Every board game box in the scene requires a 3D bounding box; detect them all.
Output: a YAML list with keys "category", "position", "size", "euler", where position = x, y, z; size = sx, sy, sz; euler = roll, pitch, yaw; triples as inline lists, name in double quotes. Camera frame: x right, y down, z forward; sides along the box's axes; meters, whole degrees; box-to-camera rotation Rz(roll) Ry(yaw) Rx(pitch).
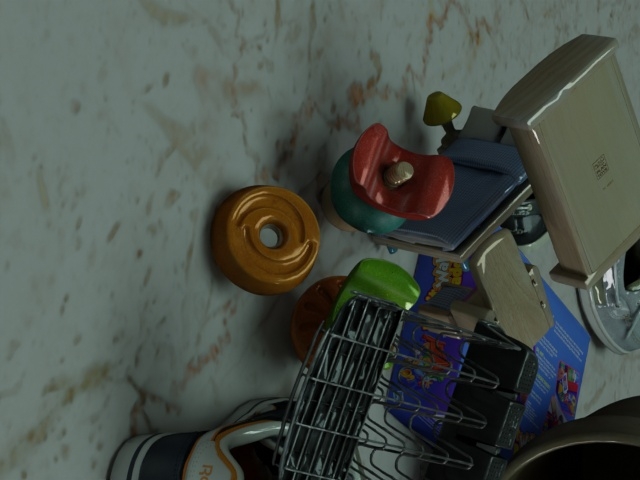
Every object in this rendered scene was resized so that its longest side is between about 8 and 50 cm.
- category: "board game box"
  position: [0.201, 0.148, 2.000]
  size: [0.347, 0.078, 0.233]
  euler: [45, 53, -52]

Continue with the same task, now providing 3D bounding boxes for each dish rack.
- category: "dish rack"
  position: [0.064, 0.151, 1.451]
  size: [0.271, 0.074, 0.208]
  euler: [19, 88, -43]

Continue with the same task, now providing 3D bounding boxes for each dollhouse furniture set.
- category: "dollhouse furniture set"
  position: [0.133, -0.067, 1.708]
  size: [0.286, 0.303, 0.198]
  euler: [-42, 124, -26]

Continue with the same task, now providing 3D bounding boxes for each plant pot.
- category: "plant pot"
  position: [0.352, 0.307, 1.939]
  size: [0.280, 0.323, 0.323]
  euler: [-45, 130, -63]

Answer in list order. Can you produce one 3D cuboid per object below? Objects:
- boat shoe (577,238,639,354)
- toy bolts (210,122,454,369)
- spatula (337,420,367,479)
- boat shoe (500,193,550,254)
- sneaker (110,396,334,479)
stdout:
- category: "boat shoe"
  position: [0.404, 0.019, 2.331]
  size: [0.118, 0.103, 0.320]
  euler: [-51, 133, -48]
- category: "toy bolts"
  position: [0.000, 0.000, 1.633]
  size: [0.218, 0.158, 0.228]
  euler: [31, 69, -12]
- category: "spatula"
  position: [0.046, 0.278, 1.667]
  size: [0.168, 0.019, 0.242]
  euler: [77, -1, -64]
- category: "boat shoe"
  position: [0.273, -0.065, 2.113]
  size: [0.233, 0.084, 0.079]
  euler: [-42, 127, -49]
- category: "sneaker"
  position: [-0.043, 0.208, 1.523]
  size: [0.321, 0.127, 0.126]
  euler: [-6, 96, -62]
